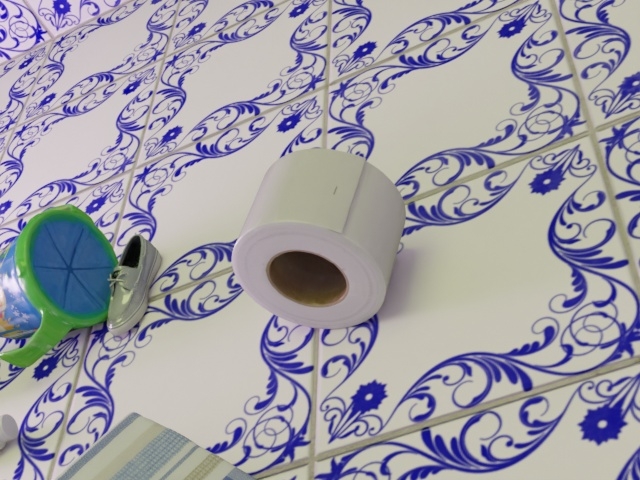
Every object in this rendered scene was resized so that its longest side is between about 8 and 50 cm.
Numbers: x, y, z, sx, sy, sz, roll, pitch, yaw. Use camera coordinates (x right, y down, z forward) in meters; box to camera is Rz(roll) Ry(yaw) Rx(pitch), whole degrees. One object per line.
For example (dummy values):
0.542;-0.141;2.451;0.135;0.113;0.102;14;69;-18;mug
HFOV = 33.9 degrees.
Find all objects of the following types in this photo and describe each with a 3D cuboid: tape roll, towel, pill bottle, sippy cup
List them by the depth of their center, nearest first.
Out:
-0.246;0.368;1.516;0.285;0.034;0.209;20;47;33;towel
0.000;0.000;1.652;0.246;0.246;0.169;-11;41;30;tape roll
-0.601;0.352;1.874;0.116;0.065;0.065;-23;36;15;pill bottle
-0.545;0.086;2.034;0.224;0.240;0.305;-24;9;32;sippy cup

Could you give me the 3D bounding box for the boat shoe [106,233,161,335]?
-0.370;0.079;2.001;0.079;0.081;0.227;-16;38;24;boat shoe
